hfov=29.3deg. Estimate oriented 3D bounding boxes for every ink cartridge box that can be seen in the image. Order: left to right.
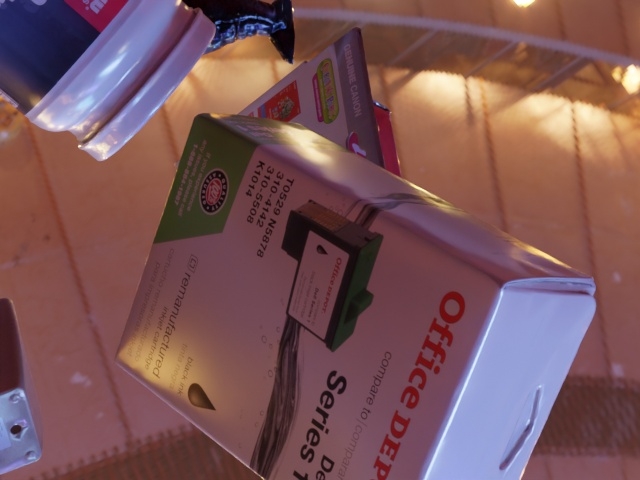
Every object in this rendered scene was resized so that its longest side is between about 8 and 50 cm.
[{"bbox_3d":[0.000,0.000,1.163,0.130,0.272,0.309,25,-136,-38],"label":"ink cartridge box"},{"bbox_3d":[0.010,0.046,0.647,0.092,0.219,0.160,3,-69,-50],"label":"ink cartridge box"}]

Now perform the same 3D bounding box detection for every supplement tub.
[{"bbox_3d":[-0.249,-0.221,1.095,0.272,0.191,0.191,41,-126,-17],"label":"supplement tub"}]

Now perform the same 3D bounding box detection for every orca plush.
[{"bbox_3d":[-0.172,-0.226,1.439,0.287,0.151,0.102,6,-138,-10],"label":"orca plush"}]

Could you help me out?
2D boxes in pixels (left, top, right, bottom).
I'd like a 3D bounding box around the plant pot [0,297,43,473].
[{"bbox_3d":[-0.269,0.127,0.941,0.109,0.096,0.109,-18,-56,-19],"label":"plant pot"}]
